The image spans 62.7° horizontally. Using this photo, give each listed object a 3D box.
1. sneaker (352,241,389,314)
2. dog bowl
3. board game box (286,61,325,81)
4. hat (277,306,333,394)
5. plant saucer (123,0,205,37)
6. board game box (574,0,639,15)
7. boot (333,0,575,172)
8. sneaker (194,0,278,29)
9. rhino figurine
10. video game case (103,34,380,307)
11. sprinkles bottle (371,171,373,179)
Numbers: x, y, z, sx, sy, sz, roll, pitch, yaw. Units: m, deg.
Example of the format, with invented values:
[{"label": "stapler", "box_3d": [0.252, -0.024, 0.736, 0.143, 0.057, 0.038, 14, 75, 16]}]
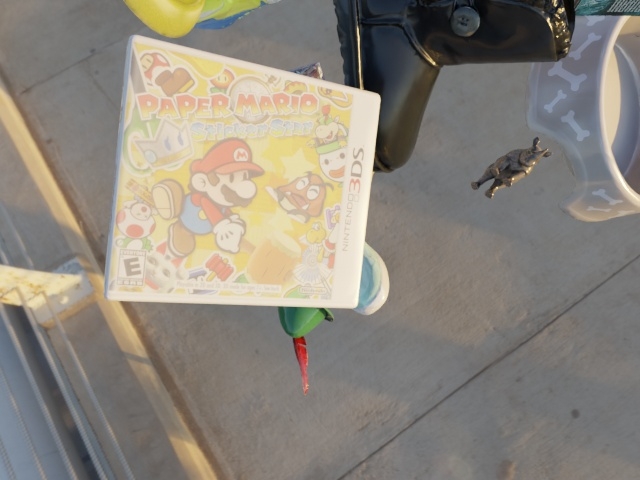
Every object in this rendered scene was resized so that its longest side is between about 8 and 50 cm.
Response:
[{"label": "sneaker", "box_3d": [-0.001, 0.000, 0.800, 0.094, 0.151, 0.256, -45, 47, 18]}, {"label": "dog bowl", "box_3d": [0.465, -0.199, 0.803, 0.349, 0.102, 0.348, -3, 95, -32]}, {"label": "board game box", "box_3d": [-0.094, -0.331, 1.316, 0.243, 0.165, 0.042, -9, 26, 20]}, {"label": "hat", "box_3d": [-0.082, 0.212, 1.246, 0.208, 0.173, 0.183, 29, 73, 28]}, {"label": "plant saucer", "box_3d": [-0.213, -0.394, 0.687, 0.037, 0.241, 0.241, -7, 65, 20]}, {"label": "board game box", "box_3d": [0.312, -0.262, 0.444, 0.126, 0.186, 0.026, 0, 74, -3]}, {"label": "boot", "box_3d": [0.130, -0.172, 0.511, 0.207, 0.246, 0.094, 6, 39, 27]}, {"label": "sneaker", "box_3d": [-0.137, -0.423, 0.887, 0.240, 0.126, 0.091, -20, 101, -11]}, {"label": "rhino figurine", "box_3d": [0.460, -0.176, 1.246, 0.106, 0.243, 0.073, -37, 88, -17]}, {"label": "video game case", "box_3d": [-0.058, -0.047, 0.458, 0.227, 0.026, 0.206, 5, 92, -25]}, {"label": "sprinkles bottle", "box_3d": [0.113, -0.264, 1.216, 0.121, 0.121, 0.355, 19, 50, 11]}]
